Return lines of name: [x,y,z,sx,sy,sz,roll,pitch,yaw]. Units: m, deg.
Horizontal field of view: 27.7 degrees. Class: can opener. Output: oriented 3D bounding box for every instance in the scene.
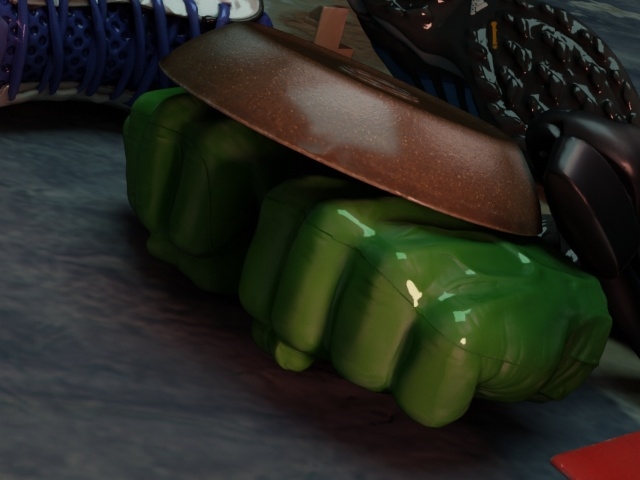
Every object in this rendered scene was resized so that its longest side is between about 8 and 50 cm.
can opener: [0.151,0.010,0.648,0.059,0.186,0.073,8,52,46]

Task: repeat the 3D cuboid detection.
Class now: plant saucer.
plant saucer: [0.021,-0.060,0.616,0.198,0.036,0.198,23,10,-4]

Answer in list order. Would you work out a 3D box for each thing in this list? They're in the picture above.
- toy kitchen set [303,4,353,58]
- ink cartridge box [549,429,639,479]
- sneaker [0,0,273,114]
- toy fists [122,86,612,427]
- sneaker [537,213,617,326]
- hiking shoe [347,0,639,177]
toy kitchen set: [-0.023,-0.171,1.065,0.083,0.068,0.075,-6,31,-46]
ink cartridge box: [0.285,0.133,0.524,0.261,0.066,0.296,-3,32,-42]
sneaker: [-0.133,-0.136,0.815,0.182,0.128,0.315,21,20,17]
toy fists: [0.000,0.000,0.627,0.142,0.096,0.279,15,16,-43]
sneaker: [0.181,0.030,0.743,0.170,0.051,0.089,11,17,-25]
hiking shoe: [0.145,-0.131,1.034,0.304,0.113,0.132,47,-6,25]
